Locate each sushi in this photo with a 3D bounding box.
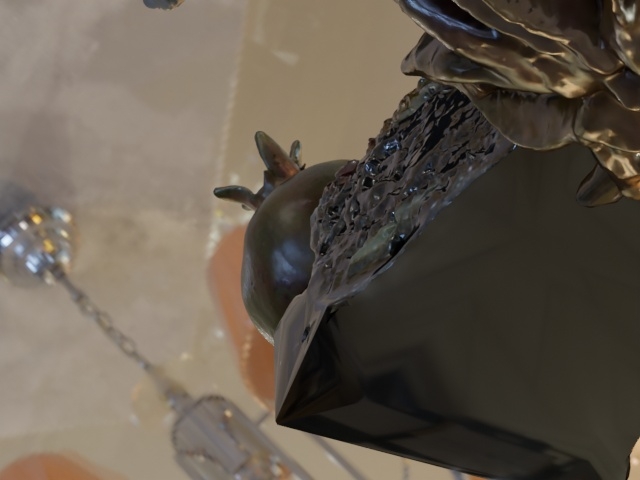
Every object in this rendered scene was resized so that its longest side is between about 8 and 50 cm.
[{"bbox_3d":[0.109,-0.008,0.890,0.215,0.212,0.227,16,-59,-14],"label":"sushi"}]

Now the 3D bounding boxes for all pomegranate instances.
[{"bbox_3d":[0.000,0.000,1.308,0.181,0.224,0.181,-27,-38,-24],"label":"pomegranate"}]

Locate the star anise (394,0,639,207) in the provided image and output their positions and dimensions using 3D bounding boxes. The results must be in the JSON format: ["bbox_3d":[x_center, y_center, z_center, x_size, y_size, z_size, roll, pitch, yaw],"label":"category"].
[{"bbox_3d":[0.122,-0.084,0.525,0.349,0.292,0.109,40,-105,-47],"label":"star anise"}]

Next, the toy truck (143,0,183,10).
[{"bbox_3d":[-0.081,-0.260,1.185,0.177,0.213,0.161,-40,-83,27],"label":"toy truck"}]
